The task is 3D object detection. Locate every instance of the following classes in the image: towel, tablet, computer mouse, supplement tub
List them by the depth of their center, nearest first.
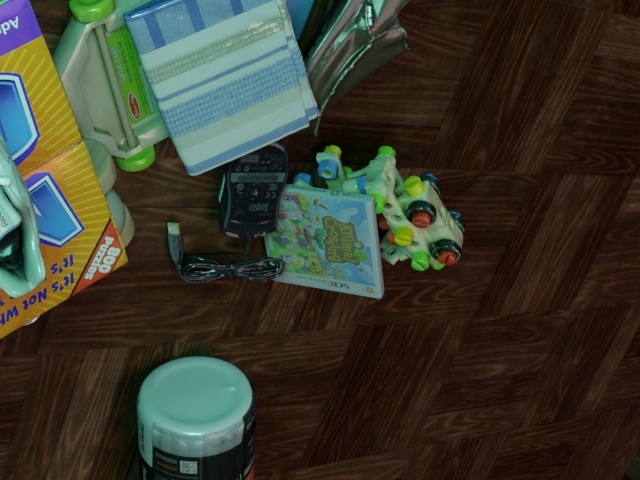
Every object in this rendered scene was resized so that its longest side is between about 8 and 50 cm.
[{"bbox_3d":[-0.124,-0.227,1.619,0.209,0.034,0.285,-26,135,-7],"label":"towel"},{"bbox_3d":[-0.037,-0.333,1.767,0.054,0.006,0.083,2,120,-44],"label":"tablet"},{"bbox_3d":[-0.145,-0.051,1.857,0.184,0.060,0.262,-5,123,-14],"label":"computer mouse"},{"bbox_3d":[-0.205,0.364,2.024,0.193,0.193,0.316,-21,133,-31],"label":"supplement tub"}]

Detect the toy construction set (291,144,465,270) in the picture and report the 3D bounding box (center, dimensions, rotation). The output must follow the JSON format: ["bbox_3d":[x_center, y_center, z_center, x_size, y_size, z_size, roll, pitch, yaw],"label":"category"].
[{"bbox_3d":[0.112,-0.035,2.003,0.327,0.215,0.151,37,50,-52],"label":"toy construction set"}]

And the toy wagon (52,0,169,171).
[{"bbox_3d":[-0.257,-0.218,1.605,0.344,0.068,0.267,-30,137,-21],"label":"toy wagon"}]

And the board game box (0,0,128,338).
[{"bbox_3d":[-0.477,-0.099,1.262,0.356,0.356,0.356,-32,138,-20],"label":"board game box"}]

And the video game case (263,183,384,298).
[{"bbox_3d":[0.000,0.000,1.940,0.212,0.193,0.023,81,25,-43],"label":"video game case"}]

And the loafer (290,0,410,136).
[{"bbox_3d":[0.066,-0.292,1.749,0.130,0.134,0.366,29,109,-8],"label":"loafer"}]

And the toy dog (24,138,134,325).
[{"bbox_3d":[-0.370,0.023,1.557,0.333,0.161,0.220,-38,144,9],"label":"toy dog"}]

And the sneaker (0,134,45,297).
[{"bbox_3d":[-0.308,-0.072,1.058,0.111,0.129,0.297,-36,137,-13],"label":"sneaker"}]
